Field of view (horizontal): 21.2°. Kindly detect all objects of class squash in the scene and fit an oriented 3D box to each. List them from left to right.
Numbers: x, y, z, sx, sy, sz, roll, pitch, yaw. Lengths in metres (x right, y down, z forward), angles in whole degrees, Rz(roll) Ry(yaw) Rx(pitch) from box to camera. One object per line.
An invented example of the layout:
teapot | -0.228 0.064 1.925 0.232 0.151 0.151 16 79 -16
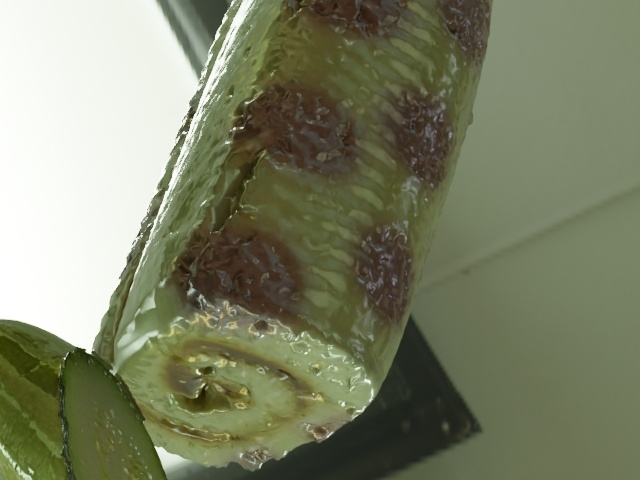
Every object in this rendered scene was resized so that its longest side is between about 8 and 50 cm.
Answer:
squash | -0.134 0.079 0.818 0.200 0.090 0.075 41 -67 36

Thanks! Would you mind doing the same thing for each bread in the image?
bread | -0.007 -0.043 1.033 0.155 0.187 0.338 28 -124 -16
